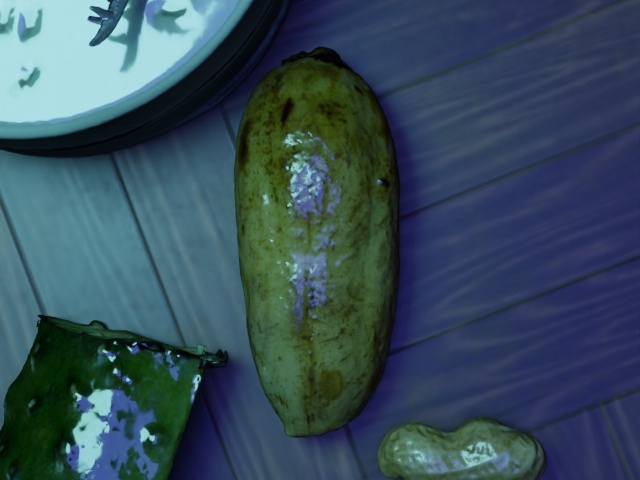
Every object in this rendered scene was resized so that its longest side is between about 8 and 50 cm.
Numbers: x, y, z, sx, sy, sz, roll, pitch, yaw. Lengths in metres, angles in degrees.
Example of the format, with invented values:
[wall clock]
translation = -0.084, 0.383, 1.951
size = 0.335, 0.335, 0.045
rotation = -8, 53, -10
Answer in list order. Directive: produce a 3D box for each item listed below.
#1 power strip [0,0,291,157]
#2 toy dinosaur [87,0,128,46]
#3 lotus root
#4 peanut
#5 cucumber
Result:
[power strip]
translation = -0.169, -0.229, 1.168
size = 0.357, 0.161, 0.357
rotation = 0, 87, 3
[toy dinosaur]
translation = -0.096, -0.205, 1.064
size = 0.082, 0.039, 0.209
rotation = 22, 78, 5
[lotus root]
translation = 0.000, 0.000, 1.184
size = 0.110, 0.097, 0.258
rotation = -3, 91, 0
[peanut]
translation = 0.095, 0.145, 1.195
size = 0.113, 0.054, 0.054
rotation = 0, 87, 3
[cucumber]
translation = -0.175, 0.210, 1.181
size = 0.145, 0.105, 0.325
rotation = 16, 91, 3
